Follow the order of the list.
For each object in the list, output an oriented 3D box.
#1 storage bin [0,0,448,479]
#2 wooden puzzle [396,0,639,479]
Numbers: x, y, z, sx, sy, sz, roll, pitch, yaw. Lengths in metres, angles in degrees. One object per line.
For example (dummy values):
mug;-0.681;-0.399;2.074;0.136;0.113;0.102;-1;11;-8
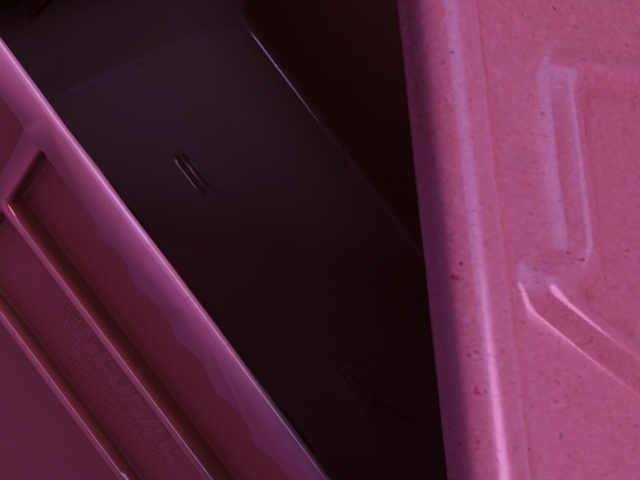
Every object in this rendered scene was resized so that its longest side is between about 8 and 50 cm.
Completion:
storage bin;0.000;0.000;0.599;0.260;0.123;0.262;53;38;3
wooden puzzle;0.143;-0.041;0.539;0.322;0.080;0.347;3;80;-33
